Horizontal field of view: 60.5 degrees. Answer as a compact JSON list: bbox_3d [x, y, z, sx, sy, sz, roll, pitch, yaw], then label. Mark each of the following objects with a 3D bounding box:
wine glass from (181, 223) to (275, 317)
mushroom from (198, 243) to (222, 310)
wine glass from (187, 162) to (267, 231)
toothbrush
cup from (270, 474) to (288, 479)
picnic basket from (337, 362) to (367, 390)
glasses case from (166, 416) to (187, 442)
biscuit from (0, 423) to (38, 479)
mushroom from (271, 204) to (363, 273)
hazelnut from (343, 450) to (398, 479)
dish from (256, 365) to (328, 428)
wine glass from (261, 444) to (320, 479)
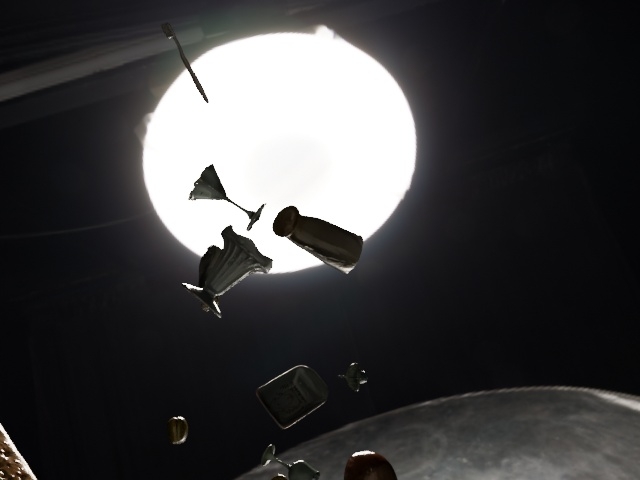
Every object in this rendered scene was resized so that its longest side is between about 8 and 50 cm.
[{"bbox_3d":[-0.236,0.079,1.375,0.196,0.165,0.165,-49,-8,-16],"label":"wine glass"},{"bbox_3d":[-0.448,0.145,2.251,0.110,0.351,0.097,-19,-47,17],"label":"mushroom"},{"bbox_3d":[-0.306,-0.136,1.836,0.156,0.232,0.156,-57,1,2],"label":"wine glass"},{"bbox_3d":[-0.451,-0.592,1.836,0.030,0.307,0.025,-28,0,-34],"label":"toothbrush"},{"bbox_3d":[-0.140,0.965,1.970,0.256,0.255,0.178,-49,-31,11],"label":"cup"},{"bbox_3d":[0.100,0.417,1.673,0.083,0.083,0.065,5,-7,-32],"label":"picnic basket"},{"bbox_3d":[-0.448,0.594,1.716,0.064,0.079,0.234,-2,-21,-16],"label":"glasses case"},{"bbox_3d":[-0.576,0.402,0.958,0.030,0.250,0.160,-54,-28,-1],"label":"biscuit"},{"bbox_3d":[0.008,-0.002,1.977,0.154,0.137,0.408,-21,-36,38],"label":"mushroom"},{"bbox_3d":[0.161,0.800,1.803,0.177,0.214,0.214,0,-20,-18],"label":"hazelnut"},{"bbox_3d":[-0.086,0.508,1.777,0.234,0.154,0.064,-23,-31,-37],"label":"dish"},{"bbox_3d":[-0.099,0.761,1.834,0.196,0.079,0.079,19,2,28],"label":"wine glass"}]
